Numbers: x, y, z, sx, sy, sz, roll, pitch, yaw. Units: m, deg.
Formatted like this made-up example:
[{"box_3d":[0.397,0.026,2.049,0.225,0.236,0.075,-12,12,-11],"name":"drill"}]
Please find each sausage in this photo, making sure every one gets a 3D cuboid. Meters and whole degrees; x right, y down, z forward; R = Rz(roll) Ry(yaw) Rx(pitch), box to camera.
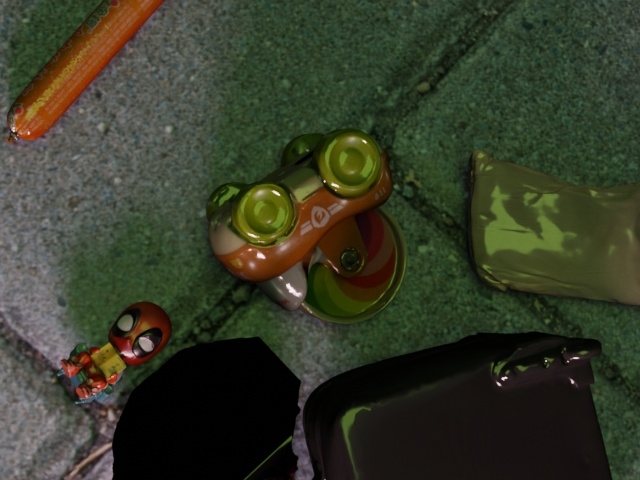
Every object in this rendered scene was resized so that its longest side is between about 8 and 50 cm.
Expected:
[{"box_3d":[-0.252,-0.245,1.241,0.053,0.053,0.347,38,73,-2],"name":"sausage"}]

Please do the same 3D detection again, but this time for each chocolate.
[{"box_3d":[-0.097,0.242,1.144,0.224,0.206,0.177,-41,133,-8],"name":"chocolate"}]

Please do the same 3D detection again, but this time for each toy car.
[{"box_3d":[0.000,0.000,1.211,0.235,0.145,0.235,-1,93,-20],"name":"toy car"}]

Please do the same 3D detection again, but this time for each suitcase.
[{"box_3d":[0.155,0.285,1.118,0.339,0.188,0.345,-15,94,-19],"name":"suitcase"}]

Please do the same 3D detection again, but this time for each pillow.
[{"box_3d":[0.309,-0.012,1.307,0.270,0.067,0.173,6,82,-11],"name":"pillow"}]

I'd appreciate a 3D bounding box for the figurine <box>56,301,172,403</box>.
[{"box_3d":[-0.219,0.121,1.158,0.140,0.075,0.068,-36,86,-28],"name":"figurine"}]
